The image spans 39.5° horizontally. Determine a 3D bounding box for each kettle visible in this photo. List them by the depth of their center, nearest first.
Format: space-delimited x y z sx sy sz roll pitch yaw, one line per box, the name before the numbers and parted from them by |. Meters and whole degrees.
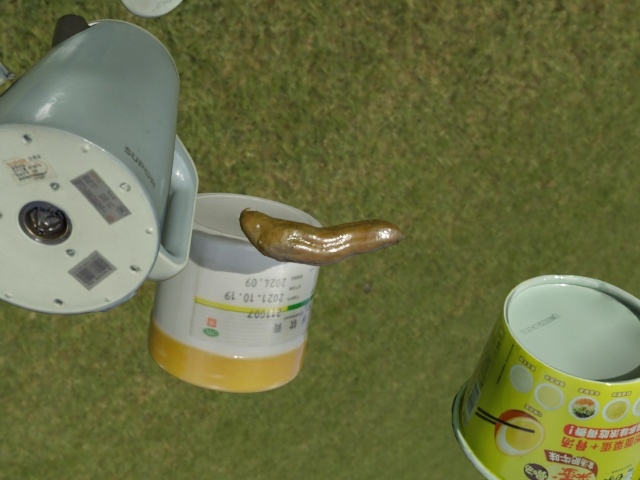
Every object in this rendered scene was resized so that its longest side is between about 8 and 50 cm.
kettle | -0.170 -0.059 0.722 0.160 0.243 0.210 -27 119 20

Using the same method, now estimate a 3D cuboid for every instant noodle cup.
instant noodle cup | 0.360 0.206 1.290 0.311 0.311 0.221 -20 134 -31

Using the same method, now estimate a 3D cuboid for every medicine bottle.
medicine bottle | -0.124 0.071 1.319 0.238 0.238 0.231 -9 118 -45

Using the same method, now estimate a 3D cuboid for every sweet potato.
sweet potato | 0.001 0.001 0.980 0.182 0.054 0.053 3 130 0

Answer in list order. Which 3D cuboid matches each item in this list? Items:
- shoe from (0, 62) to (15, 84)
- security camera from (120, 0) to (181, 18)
shoe | -0.644 -0.383 1.587 0.098 0.103 0.274 -35 123 -28
security camera | -0.232 -0.453 1.295 0.157 0.080 0.301 -39 149 -31
